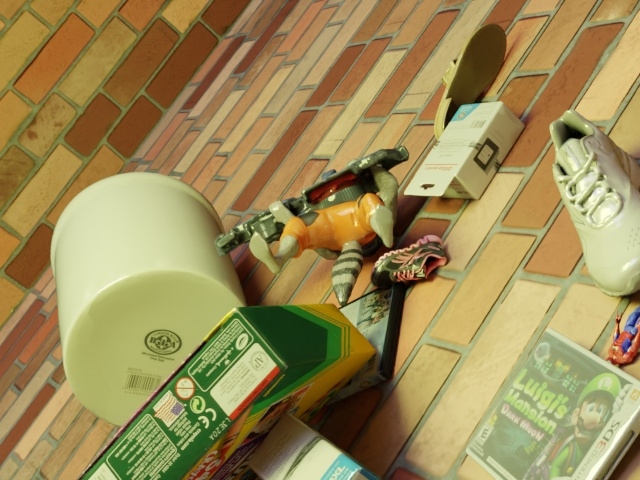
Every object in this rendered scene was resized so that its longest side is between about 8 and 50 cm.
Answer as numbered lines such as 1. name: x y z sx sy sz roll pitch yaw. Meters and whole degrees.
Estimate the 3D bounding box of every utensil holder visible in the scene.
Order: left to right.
1. utensil holder: -0.294 0.096 1.780 0.327 0.327 0.385 -46 27 7

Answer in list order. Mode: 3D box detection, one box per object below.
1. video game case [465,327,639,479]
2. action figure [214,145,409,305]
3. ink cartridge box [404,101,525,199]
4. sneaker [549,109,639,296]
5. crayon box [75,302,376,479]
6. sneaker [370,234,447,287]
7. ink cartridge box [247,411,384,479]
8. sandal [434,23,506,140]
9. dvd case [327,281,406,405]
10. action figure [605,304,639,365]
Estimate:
1. video game case: 0.250 0.196 1.093 0.173 0.022 0.190 -56 25 1
2. action figure: 0.000 0.000 1.566 0.341 0.178 0.330 -27 2 15
3. ink cartridge box: 0.217 -0.122 1.567 0.180 0.060 0.104 -56 27 -15
4. sneaker: 0.323 -0.045 1.207 0.111 0.129 0.297 -38 27 20
5. crayon box: -0.125 0.242 1.322 0.363 0.106 0.313 -47 -19 13
6. sneaker: 0.129 0.039 1.487 0.119 0.047 0.057 -29 43 1
7. ink cartridge box: 0.025 0.294 1.192 0.086 0.148 0.203 -54 26 -7
8. sandal: 0.226 -0.260 1.716 0.079 0.088 0.240 -1 57 50
9. dvd case: 0.017 0.170 1.526 0.253 0.022 0.180 -30 30 35
10. action figure: 0.337 0.094 1.115 0.115 0.030 0.038 -57 30 -11
